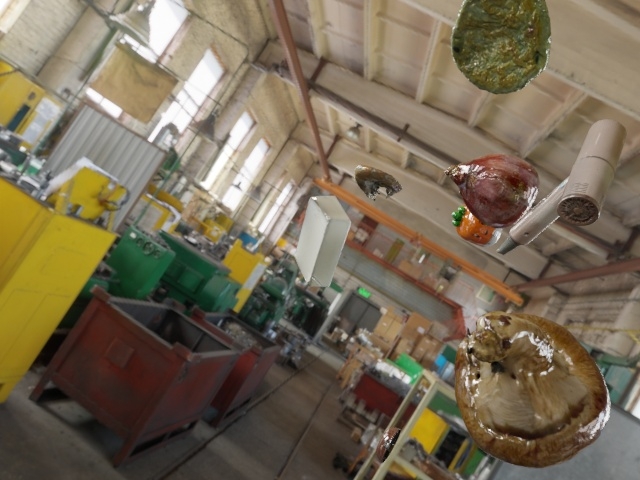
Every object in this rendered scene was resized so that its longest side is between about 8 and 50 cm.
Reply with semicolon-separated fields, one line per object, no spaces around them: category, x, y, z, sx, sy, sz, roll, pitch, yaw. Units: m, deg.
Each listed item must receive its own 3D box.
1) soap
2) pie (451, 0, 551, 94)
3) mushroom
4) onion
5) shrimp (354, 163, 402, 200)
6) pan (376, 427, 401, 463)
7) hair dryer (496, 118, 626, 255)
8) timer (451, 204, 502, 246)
soap;0.000;0.000;1.133;0.064;0.183;0.121;3;32;-24
pie;0.297;-0.333;0.827;0.187;0.041;0.186;39;-33;31
mushroom;0.354;0.242;0.846;0.267;0.267;0.254;31;-8;14
onion;0.358;-0.116;1.065;0.195;0.159;0.159;25;-5;5
shrimp;0.150;-0.140;1.284;0.126;0.047;0.223;20;-7;13
pan;0.115;0.358;0.884;0.024;0.068;0.115;28;-14;22
hair dryer;0.360;-0.058;0.767;0.054;0.195;0.220;36;-33;6
timer;0.391;-0.049;1.275;0.136;0.099;0.136;29;20;-11
